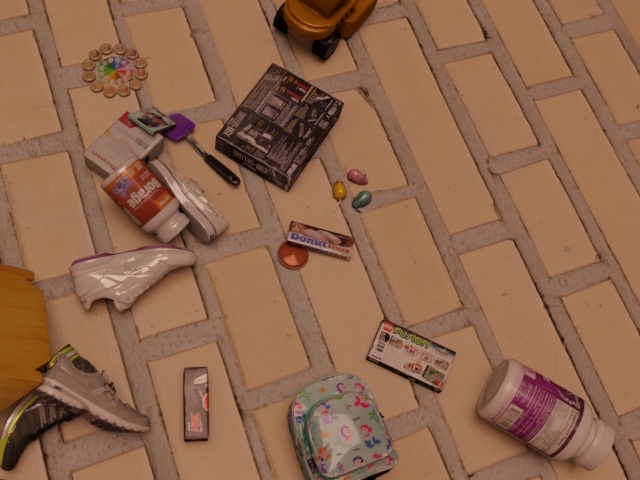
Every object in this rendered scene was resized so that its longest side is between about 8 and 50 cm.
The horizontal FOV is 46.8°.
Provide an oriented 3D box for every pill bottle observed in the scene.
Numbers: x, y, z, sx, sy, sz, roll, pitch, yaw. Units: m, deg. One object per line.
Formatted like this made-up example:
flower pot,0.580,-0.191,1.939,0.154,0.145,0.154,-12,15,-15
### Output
pill bottle,-0.434,-0.099,1.857,0.216,0.121,0.121,48,66,-13
pill bottle,0.555,0.433,1.817,0.302,0.169,0.169,31,65,3

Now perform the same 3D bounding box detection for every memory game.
memory game,-0.582,-0.483,2.096,0.186,0.012,0.186,4,66,-9

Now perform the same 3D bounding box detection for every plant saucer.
plant saucer,-0.073,0.037,1.961,0.084,0.013,0.083,4,67,-9

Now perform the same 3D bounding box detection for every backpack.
backpack,0.042,0.439,1.722,0.225,0.191,0.253,-15,65,-15

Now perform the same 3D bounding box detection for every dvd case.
dvd case,-0.451,-0.324,1.991,0.087,0.013,0.119,36,27,7

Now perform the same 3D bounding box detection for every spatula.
spatula,-0.327,-0.249,2.030,0.296,0.030,0.084,43,64,9

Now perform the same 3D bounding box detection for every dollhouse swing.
dollhouse swing,-0.821,0.259,1.641,0.315,0.305,0.346,18,30,-37

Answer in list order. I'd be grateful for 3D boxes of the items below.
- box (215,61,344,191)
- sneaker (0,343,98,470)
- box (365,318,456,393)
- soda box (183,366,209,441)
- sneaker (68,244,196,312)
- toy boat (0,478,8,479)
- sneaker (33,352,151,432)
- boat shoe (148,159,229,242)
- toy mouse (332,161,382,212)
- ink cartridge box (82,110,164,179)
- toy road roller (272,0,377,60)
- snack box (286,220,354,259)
box,-0.113,-0.322,2.075,0.242,0.076,0.307,30,65,4
sneaker,-0.612,0.385,1.667,0.121,0.111,0.300,30,67,-1
box,0.232,0.295,1.892,0.207,0.036,0.114,25,65,1
soda box,-0.294,0.386,1.749,0.060,0.053,0.168,-1,68,-10
sneaker,-0.456,0.093,1.835,0.305,0.114,0.152,-11,88,-15
toy boat,-0.649,0.597,1.541,0.231,0.151,0.151,32,65,4
sneaker,-0.487,0.347,1.651,0.281,0.105,0.115,39,54,-32
boat shoe,-0.344,-0.116,1.937,0.088,0.096,0.267,-35,74,-32
toy mouse,0.106,-0.149,2.063,0.143,0.031,0.161,5,66,-8
ink cartridge box,-0.522,-0.237,1.966,0.127,0.072,0.175,36,66,6
toy road roller,0.026,-0.720,2.181,0.202,0.240,0.329,36,66,6
snack box,0.000,0.000,1.976,0.178,0.022,0.064,15,58,-8
